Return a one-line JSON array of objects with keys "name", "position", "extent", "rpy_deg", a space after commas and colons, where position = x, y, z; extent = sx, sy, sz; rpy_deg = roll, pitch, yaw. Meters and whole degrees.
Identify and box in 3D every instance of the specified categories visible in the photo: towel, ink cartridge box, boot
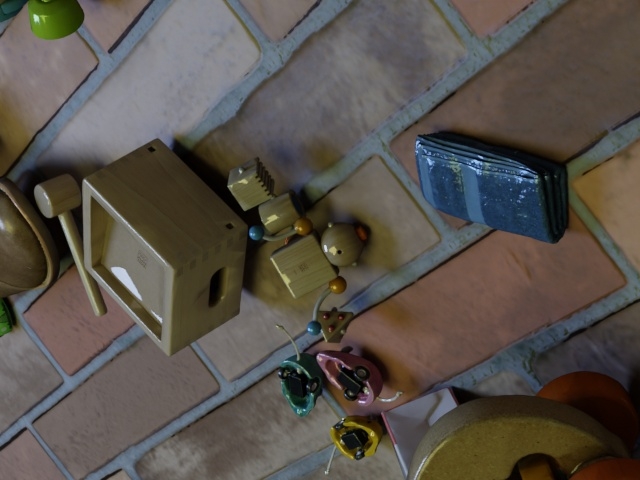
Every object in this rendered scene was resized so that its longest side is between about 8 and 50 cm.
[{"name": "towel", "position": [0.122, -0.038, 1.204], "extent": [0.119, 0.029, 0.067], "rpy_deg": [17, 132, 36]}, {"name": "ink cartridge box", "position": [0.119, 0.235, 1.362], "extent": [0.115, 0.067, 0.198], "rpy_deg": [-114, 3, -67]}, {"name": "boot", "position": [-0.343, 0.026, 1.634], "extent": [0.112, 0.115, 0.305], "rpy_deg": [57, 152, 0]}]

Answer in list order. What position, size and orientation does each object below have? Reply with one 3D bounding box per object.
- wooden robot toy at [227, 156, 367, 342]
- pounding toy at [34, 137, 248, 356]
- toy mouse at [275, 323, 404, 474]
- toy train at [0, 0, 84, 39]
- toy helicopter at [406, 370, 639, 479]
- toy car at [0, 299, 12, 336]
[{"name": "wooden robot toy", "position": [0.000, 0.000, 1.355], "extent": [0.079, 0.076, 0.173], "rpy_deg": [-27, 101, 17]}, {"name": "pounding toy", "position": [-0.161, -0.004, 1.486], "extent": [0.206, 0.094, 0.181], "rpy_deg": [44, 148, 25]}, {"name": "toy mouse", "position": [0.012, 0.124, 1.452], "extent": [0.143, 0.031, 0.161], "rpy_deg": [53, 143, -3]}, {"name": "toy train", "position": [-0.229, -0.225, 1.365], "extent": [0.248, 0.105, 0.143], "rpy_deg": [23, 145, 33]}, {"name": "toy helicopter", "position": [0.124, 0.270, 1.242], "extent": [0.235, 0.140, 0.355], "rpy_deg": [-3, 120, -4]}, {"name": "toy car", "position": [-0.434, 0.069, 1.853], "extent": [0.225, 0.053, 0.239], "rpy_deg": [13, 129, 40]}]
